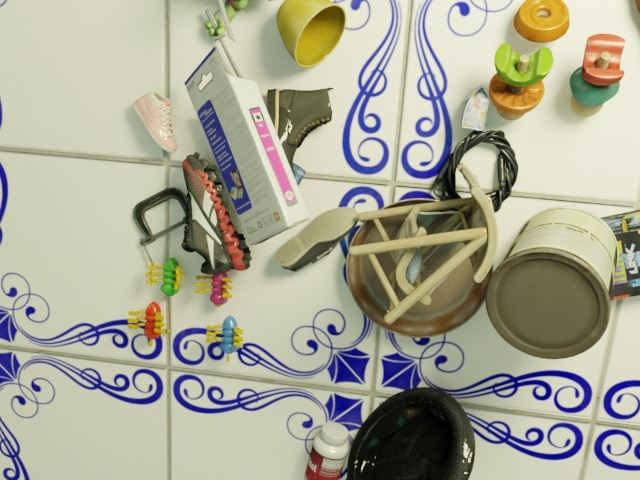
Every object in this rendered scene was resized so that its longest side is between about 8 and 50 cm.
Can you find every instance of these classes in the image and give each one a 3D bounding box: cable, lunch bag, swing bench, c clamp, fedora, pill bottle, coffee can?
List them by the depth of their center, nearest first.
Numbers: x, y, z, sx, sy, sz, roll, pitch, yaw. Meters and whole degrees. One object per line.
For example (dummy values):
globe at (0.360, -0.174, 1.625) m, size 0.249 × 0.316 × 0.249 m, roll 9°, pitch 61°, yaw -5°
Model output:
coffee can at (0.440, 0.067, 1.158) m, size 0.201 × 0.275 × 0.202 m, roll 11°, pitch 113°, yaw 25°
swing bench at (0.206, -0.005, 1.160) m, size 0.254 × 0.253 × 0.165 m, roll -26°, pitch 101°, yaw 15°
lunch bag at (0.304, -0.263, 1.219) m, size 0.053 × 0.071 × 0.083 m, roll 14°, pitch 109°, yaw 8°
cable at (0.327, -0.137, 1.263) m, size 0.150 × 0.047 × 0.185 m, roll 31°, pitch 107°, yaw -1°
fedora at (0.222, 0.498, 1.374) m, size 0.334 × 0.334 × 0.152 m, roll -43°, pitch 126°, yaw 16°
c clamp at (-0.354, -0.040, 1.404) m, size 0.160 × 0.022 × 0.137 m, roll -30°, pitch 94°, yaw 16°
pill bottle at (0.017, 0.511, 1.467) m, size 0.085 × 0.086 × 0.152 m, roll 15°, pitch 106°, yaw 4°

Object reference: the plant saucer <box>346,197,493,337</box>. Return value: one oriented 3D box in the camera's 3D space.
plant saucer at (0.211, 0.058, 1.333) m, size 0.310 × 0.050 × 0.311 m, roll 2°, pitch 105°, yaw 8°

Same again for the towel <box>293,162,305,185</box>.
towel at (-0.096, -0.150, 1.329) m, size 0.119 × 0.029 × 0.067 m, roll 29°, pitch 107°, yaw 0°

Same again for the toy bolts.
toy bolts at (0.448, -0.324, 1.176) m, size 0.228 × 0.158 × 0.219 m, roll 14°, pitch 67°, yaw 14°

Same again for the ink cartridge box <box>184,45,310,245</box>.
ink cartridge box at (-0.153, -0.183, 1.243) m, size 0.175 × 0.069 × 0.371 m, roll -21°, pitch 93°, yaw 56°

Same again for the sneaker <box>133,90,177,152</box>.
sneaker at (-0.336, -0.257, 1.322) m, size 0.070 × 0.051 × 0.134 m, roll -32°, pitch 95°, yaw 20°

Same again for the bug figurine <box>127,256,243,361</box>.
bug figurine at (-0.294, 0.155, 1.420) m, size 0.278 × 0.072 × 0.217 m, roll 9°, pitch 100°, yaw 10°

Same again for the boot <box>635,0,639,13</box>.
boot at (0.719, -0.398, 1.109) m, size 0.263 × 0.096 × 0.281 m, roll -17°, pitch 103°, yaw 12°

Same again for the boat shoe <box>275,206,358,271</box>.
boat shoe at (0.000, 0.000, 1.353) m, size 0.206 × 0.075 × 0.065 m, roll -33°, pitch 141°, yaw 10°

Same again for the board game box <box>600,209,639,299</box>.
board game box at (0.615, 0.032, 1.268) m, size 0.140 × 0.048 × 0.171 m, roll -13°, pitch 103°, yaw 10°

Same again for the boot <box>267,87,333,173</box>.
boot at (-0.034, -0.217, 1.267) m, size 0.136 × 0.077 × 0.198 m, roll -5°, pitch 93°, yaw 4°

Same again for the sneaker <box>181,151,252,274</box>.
sneaker at (-0.252, -0.047, 1.334) m, size 0.135 × 0.097 × 0.276 m, roll -21°, pitch 103°, yaw -3°

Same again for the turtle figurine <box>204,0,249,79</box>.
turtle figurine at (-0.220, -0.467, 1.173) m, size 0.266 × 0.198 × 0.275 m, roll 25°, pitch 104°, yaw 5°

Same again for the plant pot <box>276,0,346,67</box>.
plant pot at (-0.031, -0.420, 1.204) m, size 0.095 × 0.134 × 0.134 m, roll 44°, pitch 108°, yaw 20°
